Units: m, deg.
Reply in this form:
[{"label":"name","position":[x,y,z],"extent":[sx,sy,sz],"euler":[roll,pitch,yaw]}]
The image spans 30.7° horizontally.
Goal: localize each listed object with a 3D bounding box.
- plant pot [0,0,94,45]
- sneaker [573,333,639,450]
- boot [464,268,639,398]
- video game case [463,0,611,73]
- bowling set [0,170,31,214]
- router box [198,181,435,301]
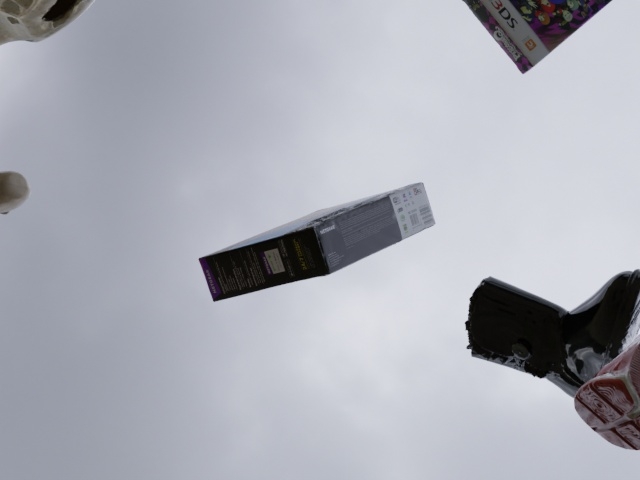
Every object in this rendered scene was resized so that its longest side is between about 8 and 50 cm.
[{"label":"plant pot","position":[-0.305,-0.320,0.903],"extent":[0.334,0.334,0.305],"euler":[-29,-108,35]},{"label":"sneaker","position":[0.315,0.104,1.042],"extent":[0.087,0.128,0.221],"euler":[43,-26,8]},{"label":"boot","position":[0.283,0.097,1.439],"extent":[0.207,0.094,0.246],"euler":[24,-38,19]},{"label":"video game case","position":[0.290,-0.372,1.564],"extent":[0.210,0.232,0.042],"euler":[51,-18,-2]},{"label":"bowling set","position":[-0.500,-0.013,1.358],"extent":[0.154,0.287,0.200],"euler":[-14,-118,47]},{"label":"router box","position":[0.000,0.000,1.031],"extent":[0.133,0.179,0.046],"euler":[-15,-85,37]}]
